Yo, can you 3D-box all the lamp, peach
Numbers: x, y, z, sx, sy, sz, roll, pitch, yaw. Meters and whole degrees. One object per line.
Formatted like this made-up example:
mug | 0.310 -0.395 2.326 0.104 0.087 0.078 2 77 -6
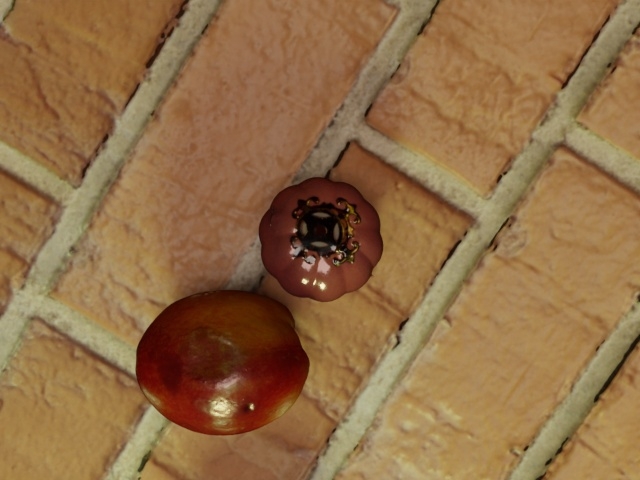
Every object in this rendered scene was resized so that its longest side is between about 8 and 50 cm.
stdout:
lamp | 0.000 0.000 1.107 0.181 0.140 0.182 1 79 -6
peach | -0.139 0.174 1.073 0.243 0.243 0.200 -3 103 2
